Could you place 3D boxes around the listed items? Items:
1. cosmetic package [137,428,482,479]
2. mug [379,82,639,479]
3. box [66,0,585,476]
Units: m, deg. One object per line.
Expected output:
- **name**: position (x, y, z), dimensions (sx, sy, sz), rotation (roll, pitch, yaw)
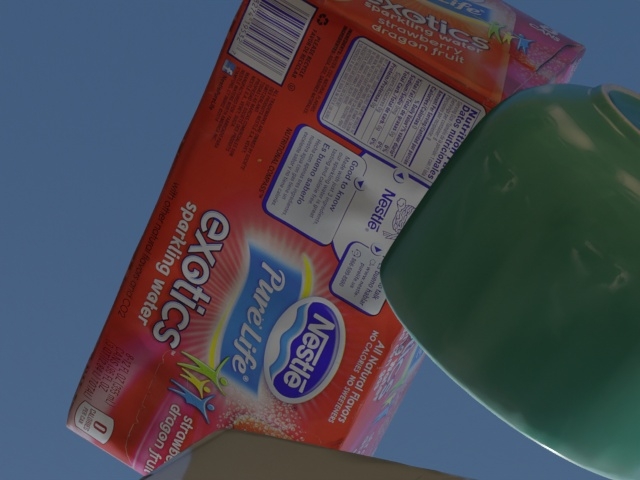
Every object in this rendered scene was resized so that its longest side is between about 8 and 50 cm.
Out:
- **cosmetic package**: position (0.019, 0.155, 0.552), dimensions (0.184, 0.151, 0.151), rotation (11, -78, 18)
- **mug**: position (0.097, 0.000, 0.697), dimensions (0.129, 0.158, 0.097), rotation (26, -69, -22)
- **box**: position (0.000, 0.000, 0.915), dimensions (0.128, 0.122, 0.257), rotation (31, -62, 11)
